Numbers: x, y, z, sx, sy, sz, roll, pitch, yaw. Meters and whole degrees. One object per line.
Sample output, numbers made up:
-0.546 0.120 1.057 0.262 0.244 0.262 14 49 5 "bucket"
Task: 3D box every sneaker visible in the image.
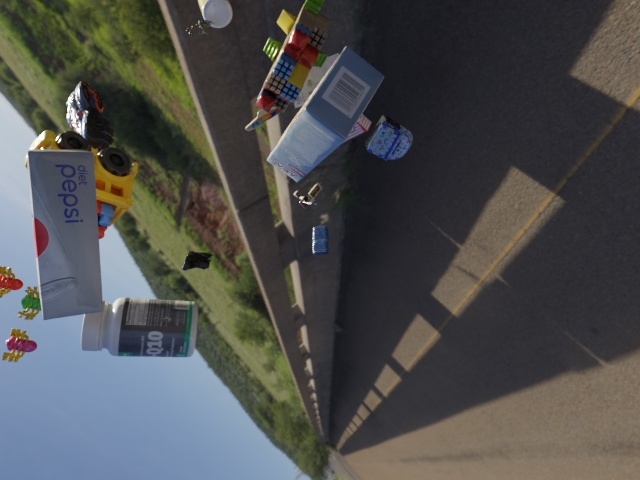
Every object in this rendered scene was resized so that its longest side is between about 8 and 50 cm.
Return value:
-0.587 -0.292 1.125 0.083 0.087 0.221 29 -144 -57 "sneaker"
-0.430 0.074 1.576 0.089 0.051 0.170 21 -168 -13 "sneaker"

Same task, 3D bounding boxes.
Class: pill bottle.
-0.427 -0.948 1.795 0.117 0.117 0.214 69 178 -49 "pill bottle"
-0.629 0.308 1.581 0.204 0.362 0.204 -174 90 -72 "pill bottle"

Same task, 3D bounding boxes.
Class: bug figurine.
-0.871 0.221 1.252 0.217 0.278 0.072 12 169 12 "bug figurine"

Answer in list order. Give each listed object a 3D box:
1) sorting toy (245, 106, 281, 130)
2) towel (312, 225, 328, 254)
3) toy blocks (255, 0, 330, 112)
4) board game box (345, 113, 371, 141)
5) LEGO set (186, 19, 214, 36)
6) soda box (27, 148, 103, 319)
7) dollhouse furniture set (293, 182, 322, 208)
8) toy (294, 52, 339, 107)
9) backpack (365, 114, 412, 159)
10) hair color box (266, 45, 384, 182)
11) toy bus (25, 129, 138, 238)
-0.220 -0.550 1.944 0.038 0.193 0.208 56 157 -9 "sorting toy"
0.000 0.000 1.862 0.029 0.067 0.119 57 -148 -70 "towel"
-0.091 -0.535 1.378 0.191 0.260 0.381 26 130 -17 "toy blocks"
0.076 -0.444 1.679 0.147 0.045 0.194 36 156 -23 "board game box"
-0.352 -0.628 1.312 0.054 0.083 0.023 96 164 -67 "LEGO set"
-0.444 -0.014 0.781 0.091 0.098 0.286 20 111 55 "soda box"
-0.031 -0.194 1.807 0.081 0.114 0.091 16 153 50 "dollhouse furniture set"
-0.022 -0.627 1.752 0.056 0.237 0.136 35 148 57 "toy"
0.290 -0.402 1.834 0.173 0.158 0.116 28 -150 -13 "backpack"
-0.006 -0.290 1.113 0.114 0.185 0.374 34 164 -12 "hair color box"
-0.548 -0.113 1.023 0.220 0.150 0.211 22 -133 -45 "toy bus"
